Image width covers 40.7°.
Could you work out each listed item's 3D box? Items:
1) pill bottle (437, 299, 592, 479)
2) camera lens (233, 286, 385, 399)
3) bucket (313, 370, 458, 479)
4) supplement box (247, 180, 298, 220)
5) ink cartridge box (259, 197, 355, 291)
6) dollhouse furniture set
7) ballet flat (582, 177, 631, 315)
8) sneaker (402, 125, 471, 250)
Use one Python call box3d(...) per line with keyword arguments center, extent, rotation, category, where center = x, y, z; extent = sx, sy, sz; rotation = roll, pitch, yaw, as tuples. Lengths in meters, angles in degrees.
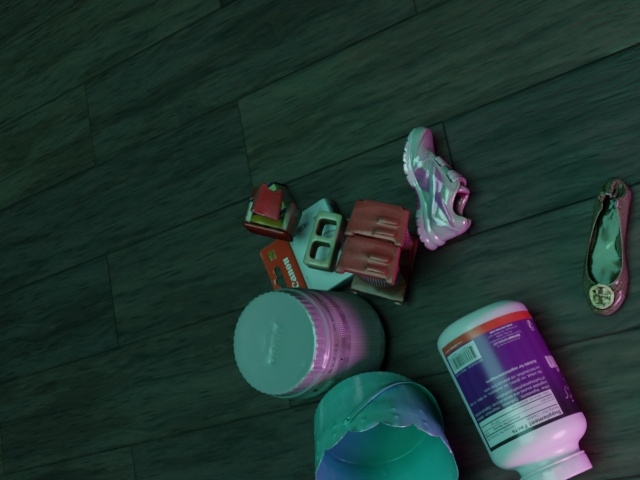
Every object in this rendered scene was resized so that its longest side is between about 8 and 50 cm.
box3d(center=(0.352, 0.281, 1.548), extent=(0.181, 0.181, 0.323), rotation=(-35, 67, 25), category="pill bottle")
box3d(center=(-0.015, 0.207, 1.739), extent=(0.219, 0.274, 0.219), rotation=(-5, 81, 33), category="camera lens")
box3d(center=(0.113, 0.394, 1.621), extent=(0.281, 0.281, 0.183), rotation=(-48, 23, 19), category="bucket")
box3d(center=(-0.106, -0.075, 1.965), extent=(0.083, 0.056, 0.083), rotation=(-37, 65, 24), category="supplement box")
box3d(center=(-0.033, 0.044, 1.906), extent=(0.232, 0.066, 0.189), rotation=(-31, 68, 22), category="ink cartridge box")
box3d(center=(0.000, 0.000, 1.734), extent=(0.374, 0.201, 0.152), rotation=(12, 77, 17), category="dollhouse furniture set")
box3d(center=(0.515, 0.010, 1.549), extent=(0.084, 0.058, 0.249), rotation=(8, 88, 34), category="ballet flat")
box3d(center=(0.241, -0.112, 1.727), extent=(0.111, 0.103, 0.252), rotation=(-15, 81, 25), category="sneaker")
